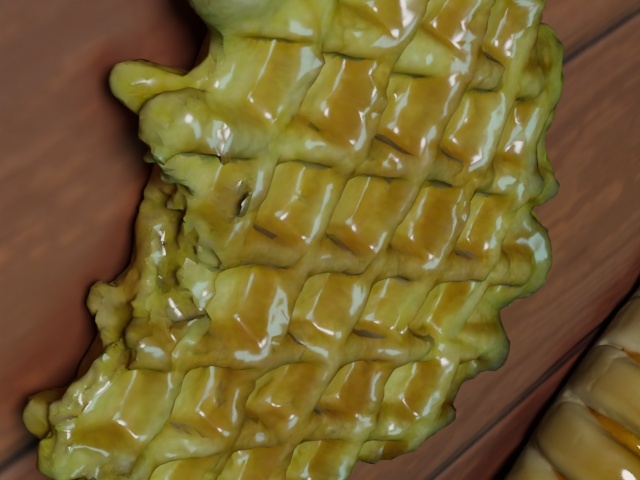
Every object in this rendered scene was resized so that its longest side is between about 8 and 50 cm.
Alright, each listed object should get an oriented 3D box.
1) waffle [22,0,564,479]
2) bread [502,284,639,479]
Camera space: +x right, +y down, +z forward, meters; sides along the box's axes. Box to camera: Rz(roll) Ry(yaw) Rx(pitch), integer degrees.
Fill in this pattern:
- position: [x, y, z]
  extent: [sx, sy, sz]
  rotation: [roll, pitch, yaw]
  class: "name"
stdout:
- position: [-0.001, 0.008, 0.523]
  extent: [0.281, 0.058, 0.301]
  rotation: [-24, 134, -36]
  class: "waffle"
- position: [0.227, 0.127, 0.830]
  extent: [0.311, 0.121, 0.173]
  rotation: [-55, 144, -1]
  class: "bread"
